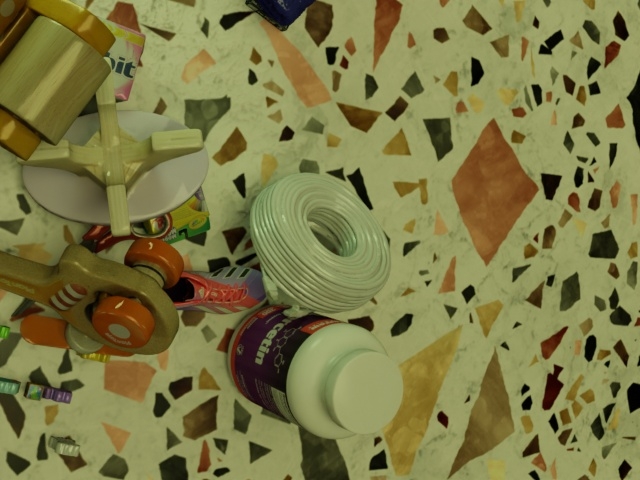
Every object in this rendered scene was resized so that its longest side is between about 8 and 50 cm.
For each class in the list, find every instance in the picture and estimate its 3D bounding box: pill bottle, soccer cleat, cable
[{"bbox_3d":[-0.009,0.210,1.533,0.182,0.323,0.181,-3,96,-30],"label":"pill bottle"},{"bbox_3d":[-0.186,0.082,1.551,0.248,0.095,0.083,4,92,-30],"label":"soccer cleat"},{"bbox_3d":[0.000,0.000,1.580,0.257,0.089,0.257,1,56,-43],"label":"cable"}]

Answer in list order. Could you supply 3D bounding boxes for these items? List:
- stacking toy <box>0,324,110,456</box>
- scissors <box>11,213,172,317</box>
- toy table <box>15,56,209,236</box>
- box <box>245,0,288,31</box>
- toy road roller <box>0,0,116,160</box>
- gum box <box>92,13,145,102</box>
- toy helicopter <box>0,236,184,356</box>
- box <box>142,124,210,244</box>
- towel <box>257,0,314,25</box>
[{"bbox_3d":[-0.444,0.224,1.445,0.221,0.052,0.166,19,83,-28],"label":"stacking toy"},{"bbox_3d":[-0.364,0.002,1.465,0.297,0.021,0.109,-30,108,-11],"label":"scissors"},{"bbox_3d":[-0.298,-0.122,1.387,0.274,0.161,0.252,-18,85,-13],"label":"toy table"},{"bbox_3d":[-0.078,-0.405,1.613,0.083,0.018,0.067,32,79,-28],"label":"box"},{"bbox_3d":[-0.456,-0.277,1.221,0.202,0.330,0.240,-57,158,-9],"label":"toy road roller"},{"bbox_3d":[-0.362,-0.285,1.433,0.189,0.062,0.107,17,86,-30],"label":"gum box"},{"bbox_3d":[-0.376,0.079,1.380,0.355,0.235,0.140,19,51,2],"label":"toy helicopter"},{"bbox_3d":[-0.246,-0.087,1.532,0.105,0.043,0.179,-20,102,-27],"label":"box"},{"bbox_3d":[-0.034,-0.526,1.588,0.227,0.076,0.308,49,66,-15],"label":"towel"}]
